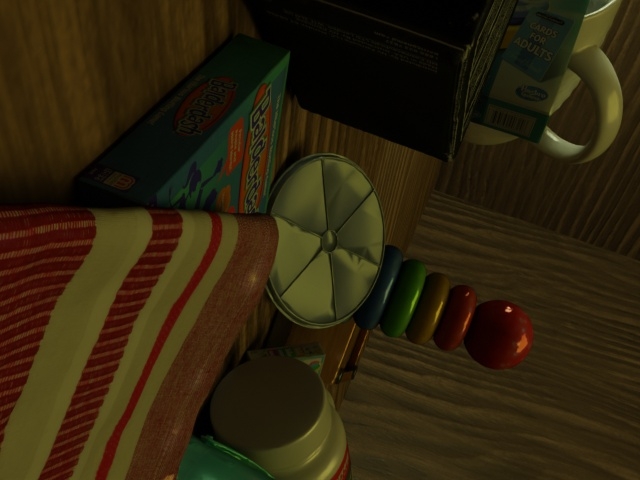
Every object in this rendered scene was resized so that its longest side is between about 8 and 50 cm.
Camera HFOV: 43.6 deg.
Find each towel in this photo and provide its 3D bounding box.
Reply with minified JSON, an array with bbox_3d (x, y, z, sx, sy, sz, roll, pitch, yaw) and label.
[{"bbox_3d":[-0.132,0.092,0.421,0.237,0.037,0.329,-67,163,9],"label":"towel"}]

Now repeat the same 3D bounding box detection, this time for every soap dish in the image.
[{"bbox_3d":[0.018,0.116,1.248,0.291,0.118,0.229,45,65,-78],"label":"soap dish"}]

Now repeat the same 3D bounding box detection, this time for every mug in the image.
[{"bbox_3d":[0.302,-0.274,1.199,0.276,0.374,0.328,-29,155,-18],"label":"mug"}]

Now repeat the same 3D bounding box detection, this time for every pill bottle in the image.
[{"bbox_3d":[-0.041,0.288,0.999,0.161,0.161,0.283,-61,152,-42],"label":"pill bottle"}]

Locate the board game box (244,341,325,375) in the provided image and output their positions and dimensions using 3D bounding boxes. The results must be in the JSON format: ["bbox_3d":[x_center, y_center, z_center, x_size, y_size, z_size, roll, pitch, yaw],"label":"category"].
[{"bbox_3d":[-0.059,0.207,1.076,0.026,0.103,0.154,-123,-142,-47],"label":"board game box"}]

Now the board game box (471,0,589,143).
[{"bbox_3d":[0.201,-0.316,0.982,0.079,0.254,0.336,79,32,-71],"label":"board game box"}]

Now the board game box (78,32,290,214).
[{"bbox_3d":[-0.090,-0.029,0.563,0.210,0.047,0.160,-60,166,-47],"label":"board game box"}]

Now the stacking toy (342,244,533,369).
[{"bbox_3d":[0.116,0.075,1.038,0.141,0.330,0.141,20,90,-87],"label":"stacking toy"}]

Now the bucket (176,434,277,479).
[{"bbox_3d":[-0.114,0.346,0.786,0.281,0.183,0.281,20,90,-81],"label":"bucket"}]

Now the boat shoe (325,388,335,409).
[{"bbox_3d":[-0.081,0.347,1.187,0.301,0.108,0.102,-56,164,2],"label":"boat shoe"}]

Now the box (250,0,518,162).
[{"bbox_3d":[0.088,-0.259,0.676,0.294,0.183,0.296,51,62,-77],"label":"box"}]

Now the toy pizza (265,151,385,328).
[{"bbox_3d":[0.000,0.000,0.917,0.201,0.032,0.201,-5,97,-44],"label":"toy pizza"}]
